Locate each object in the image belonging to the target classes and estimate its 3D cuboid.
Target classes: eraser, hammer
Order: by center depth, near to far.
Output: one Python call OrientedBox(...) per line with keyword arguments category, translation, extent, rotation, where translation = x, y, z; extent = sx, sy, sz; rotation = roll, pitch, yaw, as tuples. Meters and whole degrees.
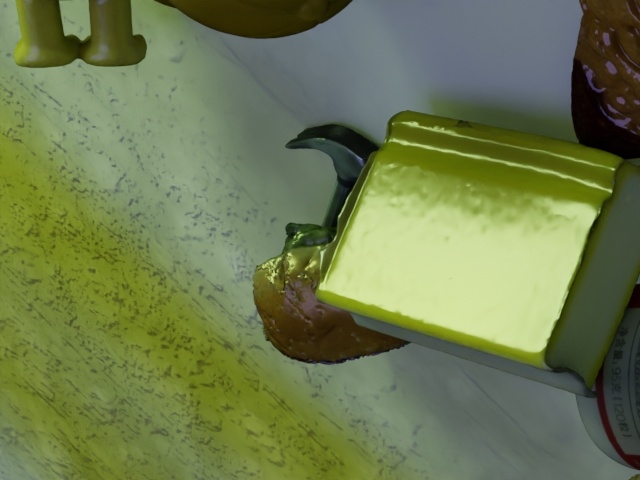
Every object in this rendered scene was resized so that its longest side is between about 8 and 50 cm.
OrientedBox(category="eraser", translation=(0.113, 0.002, 1.209), extent=(0.226, 0.158, 0.069), rotation=(15, 170, 43))
OrientedBox(category="hammer", translation=(0.000, 0.000, 1.437), extent=(0.103, 0.029, 0.246), rotation=(38, 142, 15))

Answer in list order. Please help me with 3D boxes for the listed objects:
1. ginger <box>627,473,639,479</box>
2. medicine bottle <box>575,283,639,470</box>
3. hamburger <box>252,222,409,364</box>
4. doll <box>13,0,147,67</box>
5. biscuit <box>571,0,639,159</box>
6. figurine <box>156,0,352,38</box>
OrientedBox(category="ginger", translation=(0.340, 0.276, 1.295), extent=(0.299, 0.065, 0.118), rotation=(40, 154, 15))
OrientedBox(category="medicine bottle", translation=(0.295, 0.091, 1.135), extent=(0.250, 0.131, 0.131), rotation=(-2, 119, 46))
OrientedBox(category="hamburger", translation=(0.006, 0.040, 1.368), extent=(0.176, 0.087, 0.102), rotation=(-7, 142, 35))
OrientedBox(category="doll", translation=(-0.202, -0.289, 1.292), extent=(0.199, 0.145, 0.363), rotation=(-4, 124, -2))
OrientedBox(category="biscuit", translation=(0.230, -0.128, 1.089), extent=(0.183, 0.043, 0.280), rotation=(45, 142, 2))
OrientedBox(category="figurine", translation=(-0.063, -0.256, 1.170), extent=(0.192, 0.167, 0.256), rotation=(-31, 95, 25))
